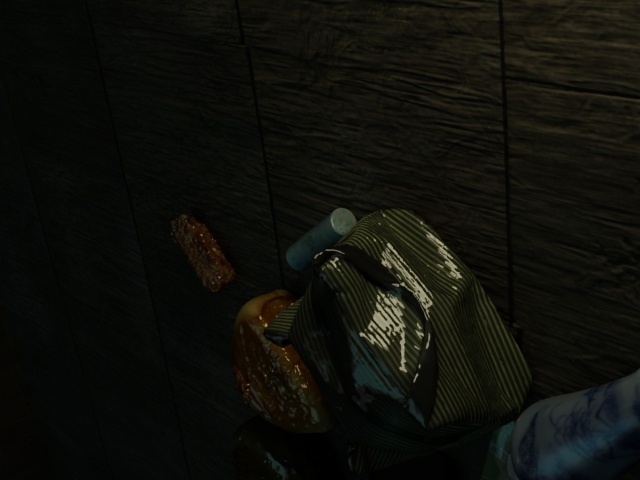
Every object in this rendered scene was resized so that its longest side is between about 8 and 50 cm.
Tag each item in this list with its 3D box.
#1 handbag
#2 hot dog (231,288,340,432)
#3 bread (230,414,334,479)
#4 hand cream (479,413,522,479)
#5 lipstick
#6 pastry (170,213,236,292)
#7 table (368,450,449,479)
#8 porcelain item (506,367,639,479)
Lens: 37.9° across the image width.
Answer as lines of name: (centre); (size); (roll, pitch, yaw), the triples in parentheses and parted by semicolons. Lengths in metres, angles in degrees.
handbag: (0.097, 0.141, 1.258); (0.341, 0.240, 0.247); (56, 138, 15)
hot dog: (-0.058, 0.221, 1.592); (0.257, 0.150, 0.153); (55, 135, 12)
bread: (-0.068, 0.430, 1.753); (0.230, 0.123, 0.230); (30, 137, 33)
hand cream: (0.261, 0.339, 1.337); (0.086, 0.055, 0.235); (35, 129, 35)
lipstick: (0.000, 0.000, 1.457); (0.048, 0.048, 0.158); (60, 145, 6)
pastry: (-0.217, 0.023, 1.746); (0.169, 0.063, 0.087); (57, 136, 18)
table: (0.155, 0.451, 1.475); (0.126, 0.126, 0.220); (9, 118, 50)
porcelain item: (0.326, 0.235, 1.117); (0.141, 0.141, 0.259); (55, 134, 13)
